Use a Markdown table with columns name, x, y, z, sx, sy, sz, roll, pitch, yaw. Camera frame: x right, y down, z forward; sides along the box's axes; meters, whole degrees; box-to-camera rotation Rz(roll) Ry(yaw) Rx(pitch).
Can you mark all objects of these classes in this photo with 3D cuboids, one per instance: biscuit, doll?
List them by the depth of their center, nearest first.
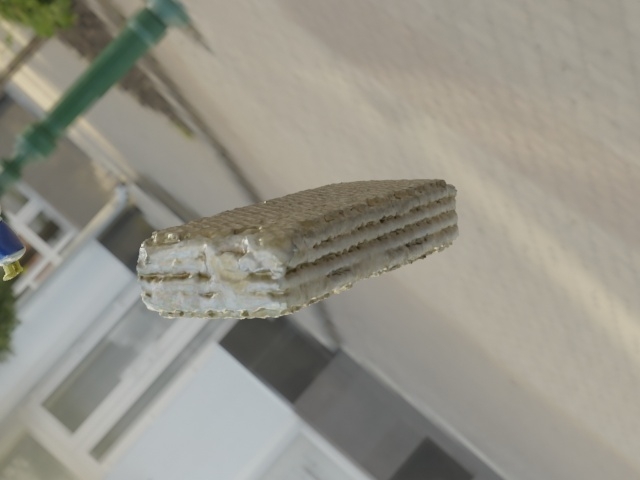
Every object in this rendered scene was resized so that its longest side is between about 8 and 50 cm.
| name | x | y | z | sx | sy | sz | roll | pitch | yaw |
| --- | --- | --- | --- | --- | --- | --- | --- | --- | --- |
| biscuit | 0.000 | 0.000 | 1.309 | 0.144 | 0.078 | 0.426 | -1 | -172 | 26 |
| doll | -0.461 | -0.014 | 2.046 | 0.099 | 0.057 | 0.143 | -63 | -48 | -70 |
